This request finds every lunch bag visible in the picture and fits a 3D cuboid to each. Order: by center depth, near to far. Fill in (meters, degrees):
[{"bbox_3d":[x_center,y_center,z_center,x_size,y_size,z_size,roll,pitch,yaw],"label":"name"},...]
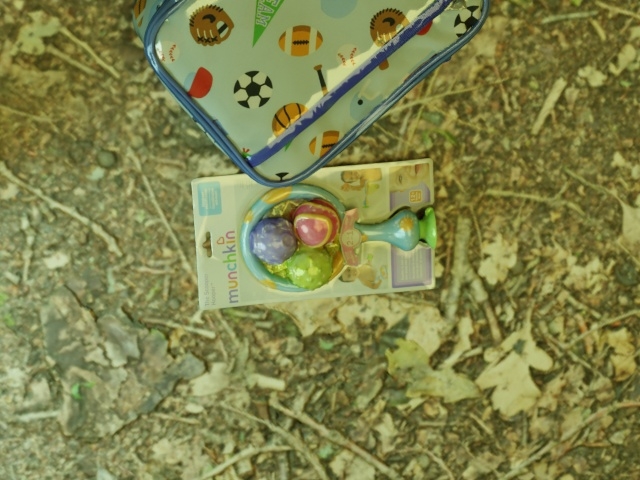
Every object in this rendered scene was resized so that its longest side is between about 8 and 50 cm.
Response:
[{"bbox_3d":[0.001,-0.208,1.599,0.303,0.115,0.243,-39,115,3],"label":"lunch bag"}]

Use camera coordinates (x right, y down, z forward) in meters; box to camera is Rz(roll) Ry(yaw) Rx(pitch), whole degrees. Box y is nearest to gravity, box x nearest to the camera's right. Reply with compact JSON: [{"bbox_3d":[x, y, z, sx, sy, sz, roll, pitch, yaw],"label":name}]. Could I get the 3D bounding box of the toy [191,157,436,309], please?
[{"bbox_3d":[0.000,0.000,1.701,0.237,0.056,0.137,-6,109,-11],"label":"toy"}]
